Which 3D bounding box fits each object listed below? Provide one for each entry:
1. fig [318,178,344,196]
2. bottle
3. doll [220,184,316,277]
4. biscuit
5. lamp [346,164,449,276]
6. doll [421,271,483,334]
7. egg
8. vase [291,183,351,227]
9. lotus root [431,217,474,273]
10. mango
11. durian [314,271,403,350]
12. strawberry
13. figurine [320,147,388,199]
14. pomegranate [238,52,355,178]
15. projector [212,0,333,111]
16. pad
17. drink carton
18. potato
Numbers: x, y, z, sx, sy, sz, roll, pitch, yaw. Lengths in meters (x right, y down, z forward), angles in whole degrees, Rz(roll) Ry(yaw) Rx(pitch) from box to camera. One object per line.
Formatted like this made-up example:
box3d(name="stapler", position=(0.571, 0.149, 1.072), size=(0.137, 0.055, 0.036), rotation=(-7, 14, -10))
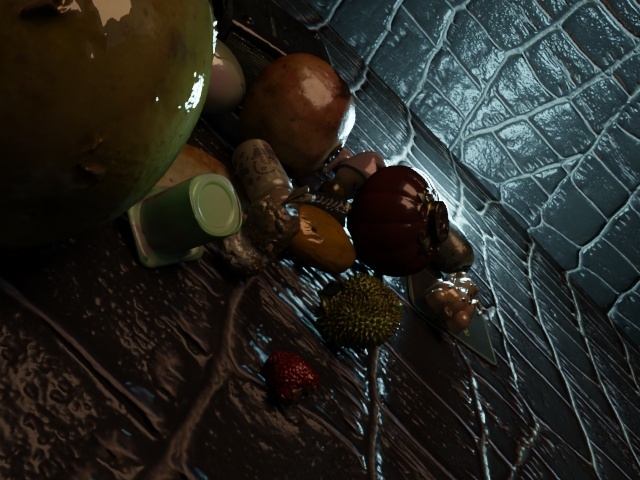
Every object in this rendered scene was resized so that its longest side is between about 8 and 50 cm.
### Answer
box3d(name="fig", position=(0.034, -0.127, 1.383), size=(0.074, 0.074, 0.088), rotation=(-40, 113, -61))
box3d(name="bottle", position=(-0.120, -0.114, 1.054), size=(0.209, 0.110, 0.097), rotation=(62, 9, 32))
box3d(name="doll", position=(-0.102, -0.027, 0.926), size=(0.105, 0.221, 0.115), rotation=(43, 14, 18))
box3d(name="biscuit", position=(-0.269, -0.122, 1.002), size=(0.309, 0.040, 0.205), rotation=(9, 47, -51))
box3d(name="lamp", position=(0.206, -0.051, 1.309), size=(0.303, 0.257, 0.303), rotation=(-8, 100, -57))
box3d(name="doll", position=(0.390, 0.169, 1.397), size=(0.278, 0.119, 0.154), rotation=(-10, 61, -56))
box3d(name="egg", position=(-0.280, -0.401, 1.191), size=(0.217, 0.183, 0.183), rotation=(26, 34, -19))
box3d(name="vase", position=(-0.047, -0.100, 1.217), size=(0.237, 0.115, 0.115), rotation=(19, 39, -33))
box3d(name="lotus root", position=(0.404, -0.024, 1.670), size=(0.158, 0.140, 0.322), rotation=(8, 44, -48))
box3d(name="mango", position=(0.003, -0.004, 1.144), size=(0.262, 0.109, 0.157), rotation=(18, 36, -43))
box3d(name="durian", position=(0.079, 0.156, 1.016), size=(0.198, 0.146, 0.159), rotation=(-18, 66, -42))
box3d(name="strawberry", position=(-0.053, 0.229, 0.820), size=(0.096, 0.083, 0.083), rotation=(45, 28, 12))
box3d(name="figurine", position=(0.078, -0.209, 1.499), size=(0.287, 0.186, 0.176), rotation=(35, -15, 20))
box3d(name="pomegranate", position=(-0.062, -0.304, 1.230), size=(0.322, 0.322, 0.322), rotation=(33, 32, -23))
box3d(name="projector", position=(-0.170, -0.550, 1.467), size=(0.405, 0.242, 0.395), rotation=(26, 36, -31))
box3d(name="pad", position=(0.415, 0.217, 1.460), size=(0.375, 0.063, 0.315), rotation=(35, 31, -18))
box3d(name="drink carton", position=(-0.220, -0.044, 0.825), size=(0.146, 0.142, 0.144), rotation=(-12, 85, -55))
box3d(name="potato", position=(-0.353, -0.165, 0.559), size=(0.385, 0.442, 0.319), rotation=(38, 41, -39))
